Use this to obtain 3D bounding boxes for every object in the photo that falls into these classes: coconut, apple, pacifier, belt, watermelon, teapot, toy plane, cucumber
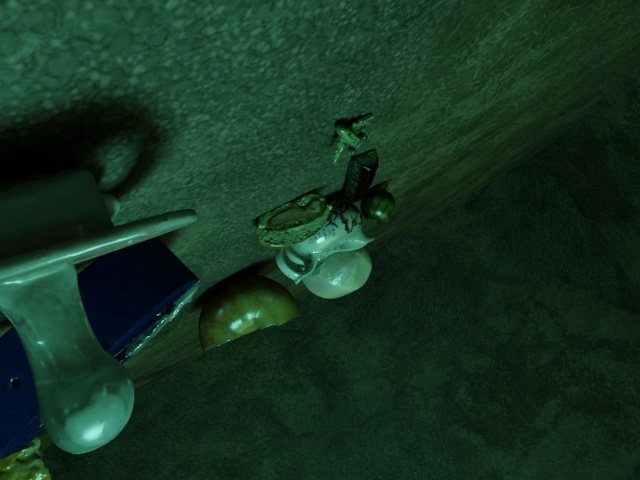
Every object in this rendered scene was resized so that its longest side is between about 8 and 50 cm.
[{"bbox_3d":[0.049,0.065,1.496,0.224,0.224,0.234,-27,170,-26],"label":"coconut"},{"bbox_3d":[-0.219,0.187,1.386,0.292,0.164,0.251,-17,178,-9],"label":"apple"},{"bbox_3d":[-0.263,0.047,0.443,0.332,0.273,0.221,-24,151,-41],"label":"pacifier"},{"bbox_3d":[-0.340,0.143,0.707,0.347,0.117,0.212,-45,177,-19],"label":"belt"},{"bbox_3d":[0.161,-0.098,1.336,0.108,0.109,0.109,-30,170,-6],"label":"watermelon"},{"bbox_3d":[0.000,0.000,1.180,0.299,0.166,0.208,-37,-172,-40],"label":"teapot"},{"bbox_3d":[0.051,-0.171,0.803,0.102,0.040,0.111,-53,168,10],"label":"toy plane"},{"bbox_3d":[0.093,-0.142,1.073,0.070,0.046,0.220,-38,171,-12],"label":"cucumber"}]

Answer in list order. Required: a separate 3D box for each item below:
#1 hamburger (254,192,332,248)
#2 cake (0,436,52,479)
[{"bbox_3d":[-0.058,-0.028,1.039,0.175,0.087,0.102,-31,169,-20],"label":"hamburger"},{"bbox_3d":[-0.732,0.494,0.985,0.314,0.293,0.307,-16,160,-37],"label":"cake"}]
